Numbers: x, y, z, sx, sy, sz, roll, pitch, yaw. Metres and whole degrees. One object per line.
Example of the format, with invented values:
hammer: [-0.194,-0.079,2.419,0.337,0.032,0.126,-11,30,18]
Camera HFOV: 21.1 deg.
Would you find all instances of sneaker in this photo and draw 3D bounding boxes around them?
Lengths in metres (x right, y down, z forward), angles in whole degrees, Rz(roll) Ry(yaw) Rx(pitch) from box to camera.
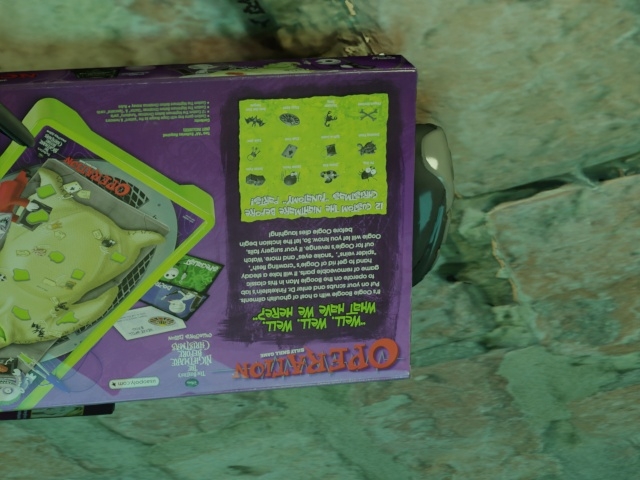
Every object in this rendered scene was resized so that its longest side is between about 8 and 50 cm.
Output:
sneaker: [0.000,0.000,1.182,0.106,0.101,0.267,7,152,-26]

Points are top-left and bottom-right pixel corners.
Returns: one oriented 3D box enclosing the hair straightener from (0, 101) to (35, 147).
hair straightener: [-0.216,-0.119,0.890,0.089,0.047,0.230,-49,134,-13]

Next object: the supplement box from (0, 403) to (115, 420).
supplement box: [-0.248,0.085,1.314,0.188,0.080,0.104,-2,155,-13]

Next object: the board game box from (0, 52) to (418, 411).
board game box: [-0.115,-0.003,1.041,0.347,0.208,0.056,-3,-164,-11]
